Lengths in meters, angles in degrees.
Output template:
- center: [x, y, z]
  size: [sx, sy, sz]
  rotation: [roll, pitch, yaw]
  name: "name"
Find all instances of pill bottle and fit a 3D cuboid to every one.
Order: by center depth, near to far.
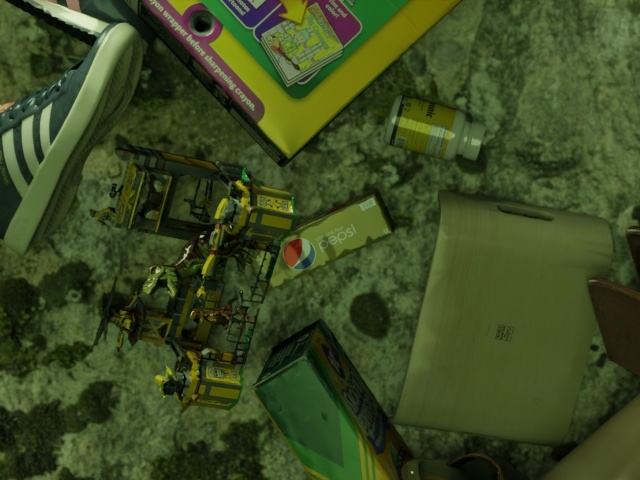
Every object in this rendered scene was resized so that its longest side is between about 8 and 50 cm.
- center: [0.140, -0.135, 1.630]
  size: [0.116, 0.065, 0.065]
  rotation: [16, 100, 2]
  name: "pill bottle"

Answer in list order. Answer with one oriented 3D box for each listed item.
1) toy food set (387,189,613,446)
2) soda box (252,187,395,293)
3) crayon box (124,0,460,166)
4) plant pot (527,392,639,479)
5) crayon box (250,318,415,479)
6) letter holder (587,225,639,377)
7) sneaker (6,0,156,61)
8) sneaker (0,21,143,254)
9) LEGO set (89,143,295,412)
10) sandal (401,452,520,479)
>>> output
- center: [0.221, 0.104, 1.659]
  size: [0.220, 0.092, 0.306]
  rotation: [10, 101, -8]
  name: "toy food set"
- center: [0.000, 0.000, 1.666]
  size: [0.181, 0.061, 0.058]
  rotation: [-24, 96, 8]
  name: "soda box"
- center: [-0.052, -0.325, 1.561]
  size: [0.313, 0.106, 0.363]
  rotation: [-43, 93, -8]
  name: "crayon box"
- center: [0.419, 0.314, 1.574]
  size: [0.323, 0.323, 0.280]
  rotation: [37, 85, -1]
  name: "plant pot"
- center: [0.048, 0.268, 1.633]
  size: [0.083, 0.203, 0.323]
  rotation: [-32, 95, 9]
  name: "crayon box"
- center: [0.430, 0.058, 1.478]
  size: [0.152, 0.302, 0.214]
  rotation: [-26, 110, -11]
  name: "letter holder"
- center: [-0.333, -0.342, 1.633]
  size: [0.319, 0.112, 0.131]
  rotation: [28, 86, -5]
  name: "sneaker"
- center: [-0.342, -0.143, 1.607]
  size: [0.148, 0.131, 0.350]
  rotation: [38, 120, 3]
  name: "sneaker"
- center: [-0.182, 0.034, 1.590]
  size: [0.192, 0.255, 0.331]
  rotation: [11, 113, -24]
  name: "LEGO set"
- center: [0.184, 0.290, 1.625]
  size: [0.060, 0.219, 0.090]
  rotation: [-41, 53, 29]
  name: "sandal"
